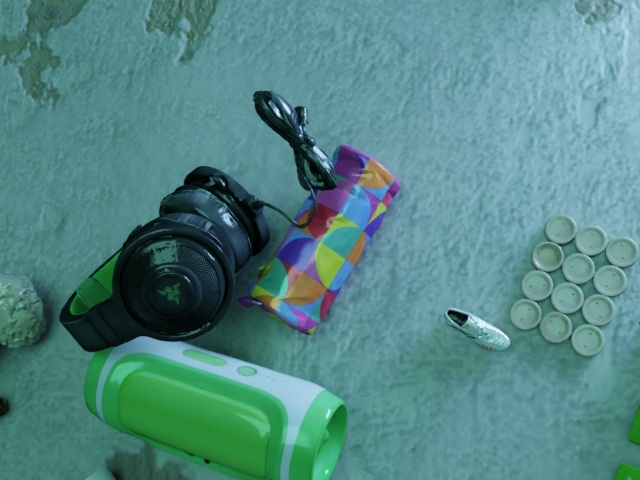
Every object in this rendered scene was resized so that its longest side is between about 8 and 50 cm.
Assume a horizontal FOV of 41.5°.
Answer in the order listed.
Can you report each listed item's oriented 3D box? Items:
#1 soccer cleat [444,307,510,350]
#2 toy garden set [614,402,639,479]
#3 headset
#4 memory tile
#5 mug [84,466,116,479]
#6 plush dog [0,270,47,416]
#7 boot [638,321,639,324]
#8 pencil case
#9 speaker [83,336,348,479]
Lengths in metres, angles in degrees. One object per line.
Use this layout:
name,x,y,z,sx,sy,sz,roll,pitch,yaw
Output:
soccer cleat,0.179,0.102,0.978,0.083,0.035,0.029,30,84,22
toy garden set,0.387,0.312,0.839,0.204,0.049,0.244,15,77,35
headset,-0.155,-0.015,0.968,0.394,0.243,0.185,-25,111,28
memory tile,0.291,0.050,0.974,0.113,0.012,0.148,22,82,21
mug,-0.267,0.326,1.041,0.064,0.078,0.062,44,57,14
plush dog,-0.522,0.143,1.106,0.262,0.210,0.225,15,103,19
boot,0.466,0.074,0.885,0.213,0.077,0.165,-40,65,3
pencil case,0.000,0.000,1.029,0.104,0.104,0.236,32,84,22
speaker,-0.124,0.197,0.992,0.296,0.131,0.131,15,79,19
